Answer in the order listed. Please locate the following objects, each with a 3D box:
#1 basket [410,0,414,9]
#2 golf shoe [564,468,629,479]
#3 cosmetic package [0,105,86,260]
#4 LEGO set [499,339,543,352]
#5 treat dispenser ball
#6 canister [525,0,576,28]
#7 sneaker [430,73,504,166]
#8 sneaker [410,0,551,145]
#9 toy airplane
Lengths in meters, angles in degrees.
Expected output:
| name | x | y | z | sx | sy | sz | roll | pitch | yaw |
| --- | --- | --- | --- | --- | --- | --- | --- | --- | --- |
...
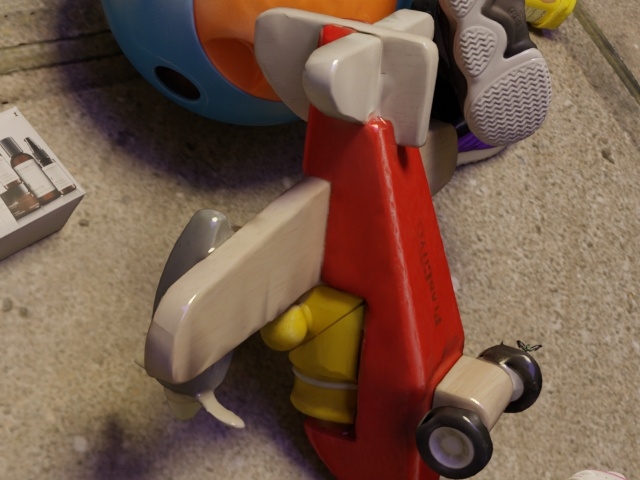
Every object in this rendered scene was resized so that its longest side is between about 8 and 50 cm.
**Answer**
| name | x | y | z | sx | sy | sz | roll | pitch | yaw |
| --- | --- | --- | --- | --- | --- | --- | --- | --- | --- |
| basket | 0.104 | -0.354 | 1.417 | 0.255 | 0.289 | 0.201 | -23 | 74 | -43 |
| golf shoe | 0.218 | 0.260 | 1.185 | 0.306 | 0.115 | 0.140 | 20 | 38 | -30 |
| cosmetic package | -0.303 | -0.016 | 1.048 | 0.099 | 0.060 | 0.239 | 49 | 45 | 7 |
| LEGO set | 0.181 | 0.124 | 1.312 | 0.083 | 0.023 | 0.054 | -12 | 63 | -25 |
| treat dispenser ball | -0.058 | -0.248 | 1.229 | 0.288 | 0.288 | 0.288 | 18 | 50 | -23 |
| canister | 0.209 | -0.324 | 1.624 | 0.170 | 0.073 | 0.126 | 7 | 55 | -29 |
| sneaker | 0.159 | -0.150 | 1.406 | 0.293 | 0.146 | 0.102 | -29 | 77 | -44 |
| sneaker | 0.130 | -0.226 | 1.202 | 0.101 | 0.268 | 0.153 | -16 | 31 | -10 |
| toy airplane | 0.000 | 0.000 | 1.098 | 0.386 | 0.272 | 0.384 | 40 | 52 | -49 |
